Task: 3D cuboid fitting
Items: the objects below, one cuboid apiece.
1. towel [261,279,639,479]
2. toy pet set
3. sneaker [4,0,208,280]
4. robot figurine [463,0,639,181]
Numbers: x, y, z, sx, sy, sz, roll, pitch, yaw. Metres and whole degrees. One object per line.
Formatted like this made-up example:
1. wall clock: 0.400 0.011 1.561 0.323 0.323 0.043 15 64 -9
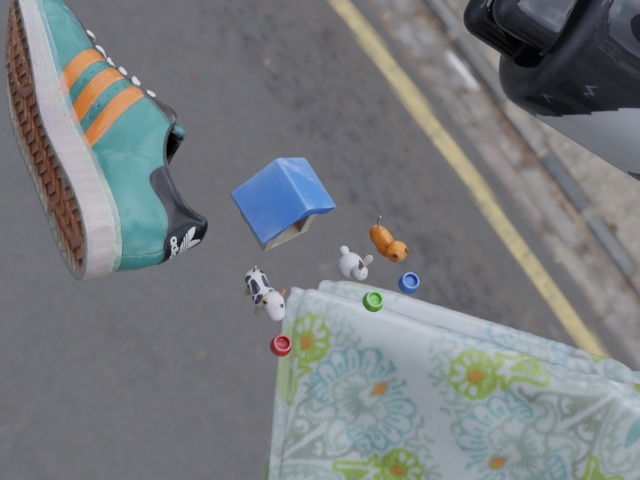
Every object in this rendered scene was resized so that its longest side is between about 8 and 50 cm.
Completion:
1. towel: 0.118 0.226 1.383 0.374 0.320 0.090 16 22 23
2. toy pet set: 0.000 0.000 1.094 0.122 0.065 0.114 -26 77 -23
3. sneaker: -0.187 -0.098 1.356 0.121 0.108 0.302 -7 58 -25
4. robot figurine: 0.253 -0.143 1.264 0.278 0.173 0.209 29 32 -17
